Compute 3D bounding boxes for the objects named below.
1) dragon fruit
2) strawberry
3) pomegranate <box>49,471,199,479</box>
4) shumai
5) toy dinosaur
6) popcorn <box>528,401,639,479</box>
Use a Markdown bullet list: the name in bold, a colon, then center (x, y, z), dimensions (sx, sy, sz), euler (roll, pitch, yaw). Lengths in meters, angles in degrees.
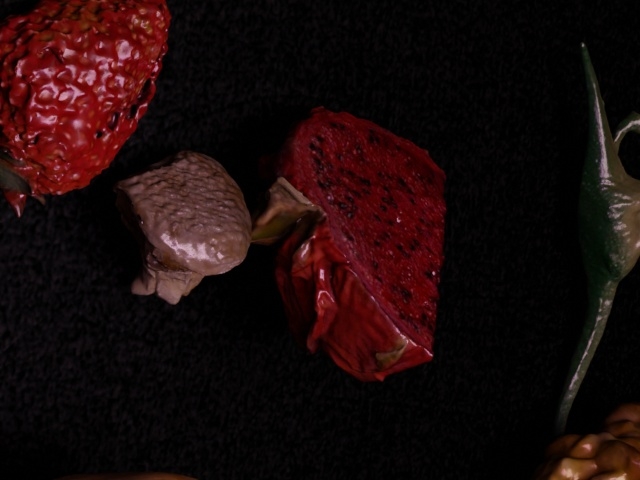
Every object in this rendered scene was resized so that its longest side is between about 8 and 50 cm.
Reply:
- **dragon fruit**: center (0.000, 0.000, 1.740), dimensions (0.205, 0.152, 0.317), euler (42, 30, -19)
- **strawberry**: center (-0.194, -0.128, 1.552), dimensions (0.228, 0.098, 0.174), euler (-31, 119, -34)
- **pomegranate**: center (-0.180, 0.343, 1.498), dimensions (0.342, 0.342, 0.342), euler (-10, 105, -42)
- **shumai**: center (-0.135, -0.003, 1.638), dimensions (0.145, 0.145, 0.116), euler (-8, 145, -42)
- **toy dinosaur**: center (0.295, 0.012, 2.080), dimensions (0.301, 0.087, 0.447), euler (-36, 117, -10)
- **popcorn**: center (0.340, 0.340, 2.073), dimensions (0.265, 0.225, 0.332), euler (11, 114, -44)
